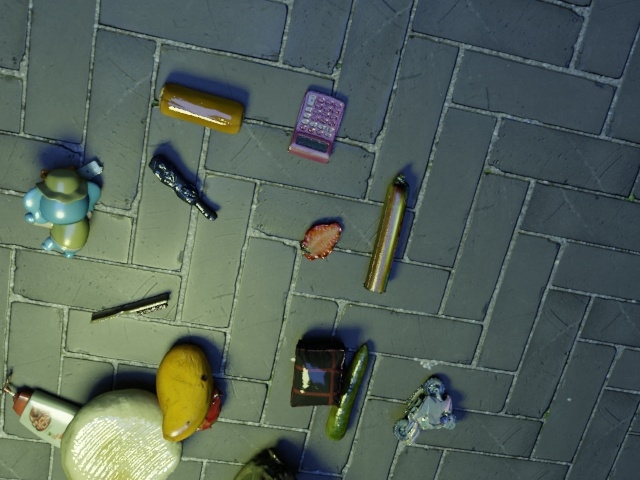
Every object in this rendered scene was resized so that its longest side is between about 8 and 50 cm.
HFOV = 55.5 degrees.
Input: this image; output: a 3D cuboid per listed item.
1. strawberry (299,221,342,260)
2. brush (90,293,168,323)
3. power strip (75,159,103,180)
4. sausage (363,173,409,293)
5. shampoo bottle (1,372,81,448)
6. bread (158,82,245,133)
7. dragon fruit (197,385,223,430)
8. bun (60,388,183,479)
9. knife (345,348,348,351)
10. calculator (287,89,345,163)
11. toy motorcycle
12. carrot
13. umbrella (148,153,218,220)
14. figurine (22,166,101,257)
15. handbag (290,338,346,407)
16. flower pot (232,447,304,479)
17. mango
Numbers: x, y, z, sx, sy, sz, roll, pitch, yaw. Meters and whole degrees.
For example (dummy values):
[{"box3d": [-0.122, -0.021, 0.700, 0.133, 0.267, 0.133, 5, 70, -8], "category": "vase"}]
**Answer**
[{"box3d": [-0.001, 0.000, 1.856, 0.152, 0.048, 0.104, -33, 102, -11], "category": "strawberry"}, {"box3d": [-0.583, 0.217, 1.870, 0.247, 0.043, 0.036, -16, 117, 0], "category": "brush"}, {"box3d": [-0.664, -0.195, 1.734, 0.090, 0.016, 0.040, -28, 110, 5], "category": "power strip"}, {"box3d": [0.208, -0.023, 1.855, 0.082, 0.082, 0.372, 10, 107, -9], "category": "sausage"}, {"box3d": [-0.887, 0.535, 1.930, 0.284, 0.071, 0.153, 40, 99, -18], "category": "shampoo bottle"}, {"box3d": [-0.330, -0.362, 1.683, 0.239, 0.074, 0.093, 14, 112, -10], "category": "bread"}, {"box3d": [-0.380, 0.541, 1.954, 0.136, 0.133, 0.166, 42, 102, -10], "category": "dragon fruit"}, {"box3d": [-0.622, 0.623, 1.906, 0.365, 0.219, 0.365, -4, 102, -20], "category": "bun"}, {"box3d": [0.034, 0.451, 2.024, 0.045, 0.021, 0.222, 18, 105, -14], "category": "knife"}, {"box3d": [-0.010, -0.326, 1.750, 0.126, 0.034, 0.191, 16, 101, -10], "category": "calculator"}, {"box3d": [0.378, 0.605, 2.065, 0.204, 0.108, 0.239, 39, 101, -17], "category": "toy motorcycle"}, {"box3d": [0.094, 0.506, 2.024, 0.074, 0.074, 0.359, 15, 105, -11], "category": "carrot"}, {"box3d": [-0.397, -0.144, 1.756, 0.071, 0.071, 0.248, -37, 112, 7], "category": "umbrella"}, {"box3d": [-0.727, -0.077, 1.696, 0.179, 0.154, 0.262, 17, 109, -16], "category": "figurine"}, {"box3d": [-0.004, 0.425, 1.938, 0.169, 0.155, 0.216, 5, 101, 0], "category": "handbag"}, {"box3d": [-0.174, 0.857, 2.006, 0.213, 0.302, 0.302, 34, 102, -15], "category": "flower pot"}, {"box3d": [-0.416, 0.463, 1.868, 0.177, 0.120, 0.295, -6, 66, 2], "category": "mango"}]
